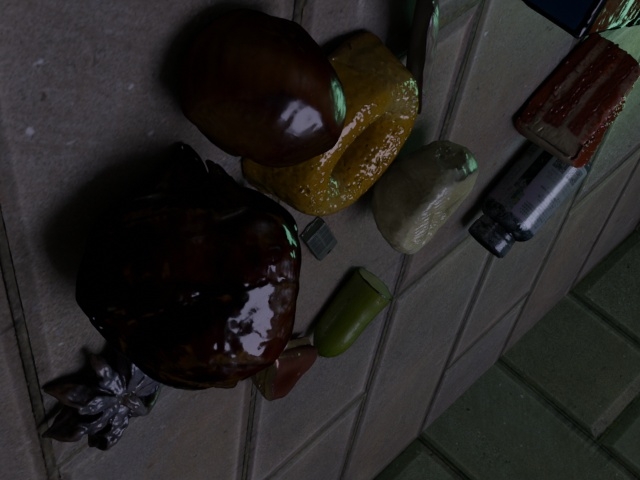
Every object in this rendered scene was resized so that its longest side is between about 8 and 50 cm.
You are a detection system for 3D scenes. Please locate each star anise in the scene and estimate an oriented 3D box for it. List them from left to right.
[{"bbox_3d":[-0.278,0.206,1.548,0.262,0.081,0.230,-13,128,-54],"label":"star anise"}]

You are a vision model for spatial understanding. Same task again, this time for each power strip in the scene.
[{"bbox_3d":[0.000,0.000,1.840,0.051,0.019,0.136,-49,160,-7],"label":"power strip"}]

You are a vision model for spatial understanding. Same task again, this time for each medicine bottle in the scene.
[{"bbox_3d":[0.461,-0.099,2.437,0.293,0.141,0.141,-49,160,-2],"label":"medicine bottle"}]

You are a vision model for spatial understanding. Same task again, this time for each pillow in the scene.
[{"bbox_3d":[0.144,-0.286,1.528,0.232,0.038,0.130,92,0,-60],"label":"pillow"}]

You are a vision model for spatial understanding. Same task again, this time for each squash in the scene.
[{"bbox_3d":[0.050,0.148,2.113,0.188,0.095,0.095,-50,160,15],"label":"squash"}]

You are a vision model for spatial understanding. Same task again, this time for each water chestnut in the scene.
[{"bbox_3d":[-0.148,0.040,1.285,0.244,0.289,0.289,-52,162,-23],"label":"water chestnut"}]

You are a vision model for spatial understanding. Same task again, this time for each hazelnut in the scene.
[{"bbox_3d":[-0.063,-0.171,1.221,0.204,0.178,0.178,18,115,-35],"label":"hazelnut"}]

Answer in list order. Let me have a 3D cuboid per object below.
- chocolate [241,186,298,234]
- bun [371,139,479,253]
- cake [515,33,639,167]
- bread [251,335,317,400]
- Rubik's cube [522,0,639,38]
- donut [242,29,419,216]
[{"bbox_3d":[-0.088,-0.021,1.478,0.125,0.149,0.080,-84,-167,-50],"label":"chocolate"},{"bbox_3d":[0.171,-0.086,1.880,0.220,0.134,0.220,-46,166,-14],"label":"bun"},{"bbox_3d":[0.545,-0.278,2.279,0.262,0.158,0.159,-49,164,-6],"label":"cake"},{"bbox_3d":[-0.079,0.234,2.018,0.119,0.067,0.192,-61,159,7],"label":"bread"},{"bbox_3d":[0.338,-0.451,1.370,0.294,0.288,0.283,-18,142,-52],"label":"Rubik's cube"},{"bbox_3d":[0.028,-0.149,1.508,0.277,0.108,0.277,-41,158,-21],"label":"donut"}]
